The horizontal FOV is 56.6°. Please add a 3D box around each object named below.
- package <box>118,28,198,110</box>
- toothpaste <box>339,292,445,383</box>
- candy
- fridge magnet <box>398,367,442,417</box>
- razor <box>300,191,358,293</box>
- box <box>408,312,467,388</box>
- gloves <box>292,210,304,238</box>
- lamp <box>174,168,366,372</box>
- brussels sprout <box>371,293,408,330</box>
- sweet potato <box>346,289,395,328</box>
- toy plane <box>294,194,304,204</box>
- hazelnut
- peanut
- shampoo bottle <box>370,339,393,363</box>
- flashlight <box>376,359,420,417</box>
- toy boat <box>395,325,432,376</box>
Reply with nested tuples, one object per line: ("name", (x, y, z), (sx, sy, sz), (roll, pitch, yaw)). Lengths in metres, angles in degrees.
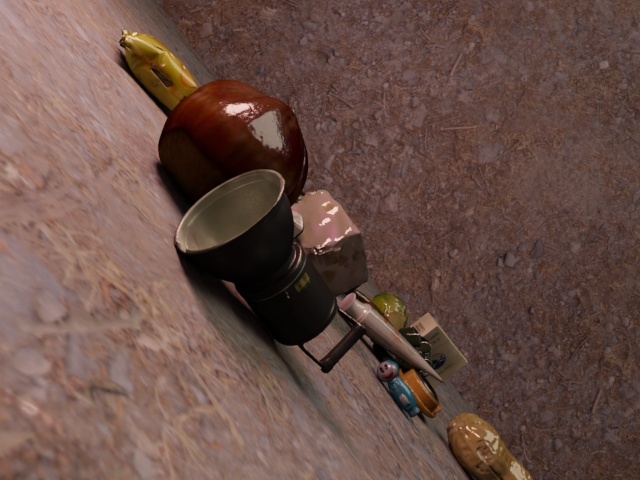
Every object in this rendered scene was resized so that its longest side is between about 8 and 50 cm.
("package", (-0.324, -0.344, 1.227), (0.226, 0.090, 0.168), (47, 5, -26))
("toothpaste", (0.179, 0.251, 1.478), (0.323, 0.066, 0.100), (41, -9, -16))
("candy", (0.007, 0.008, 1.275), (0.195, 0.137, 0.185), (56, -13, 44))
("fridge magnet", (0.242, 0.371, 1.462), (0.143, 0.063, 0.143), (51, 8, -10))
("razor", (0.004, -0.001, 1.703), (0.327, 0.107, 0.189), (52, 6, -9))
("box", (0.354, 0.366, 1.937), (0.256, 0.164, 0.069), (48, 5, -38))
("gloves", (-0.119, -0.071, 1.132), (0.119, 0.097, 0.229), (34, -11, 48))
("lamp", (-0.062, 0.042, 0.752), (0.172, 0.147, 0.227), (21, -31, 51))
("brussels sprout", (0.227, 0.240, 1.964), (0.155, 0.117, 0.155), (52, -5, 7))
("sweet potato", (0.151, 0.222, 1.738), (0.233, 0.062, 0.081), (51, 5, 28))
("toy plane", (-0.100, -0.082, 1.466), (0.262, 0.088, 0.192), (44, 36, -34))
("hazelnut", (-0.117, -0.126, 0.896), (0.229, 0.229, 0.229), (51, 5, -6))
("peanut", (0.426, 0.557, 1.464), (0.290, 0.130, 0.130), (51, 5, 9))
("shampoo bottle", (0.157, 0.287, 1.495), (0.048, 0.027, 0.137), (49, 6, -33))
("flashlight", (0.169, 0.317, 1.276), (0.129, 0.051, 0.051), (55, 5, 10))
("toy boat", (0.282, 0.340, 1.729), (0.319, 0.092, 0.141), (46, 41, -66))
